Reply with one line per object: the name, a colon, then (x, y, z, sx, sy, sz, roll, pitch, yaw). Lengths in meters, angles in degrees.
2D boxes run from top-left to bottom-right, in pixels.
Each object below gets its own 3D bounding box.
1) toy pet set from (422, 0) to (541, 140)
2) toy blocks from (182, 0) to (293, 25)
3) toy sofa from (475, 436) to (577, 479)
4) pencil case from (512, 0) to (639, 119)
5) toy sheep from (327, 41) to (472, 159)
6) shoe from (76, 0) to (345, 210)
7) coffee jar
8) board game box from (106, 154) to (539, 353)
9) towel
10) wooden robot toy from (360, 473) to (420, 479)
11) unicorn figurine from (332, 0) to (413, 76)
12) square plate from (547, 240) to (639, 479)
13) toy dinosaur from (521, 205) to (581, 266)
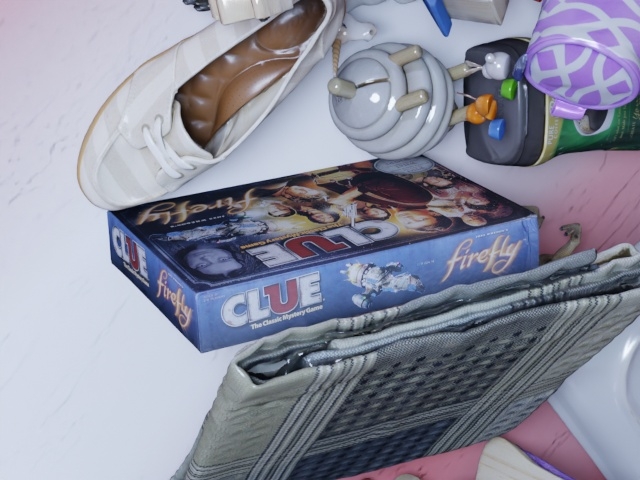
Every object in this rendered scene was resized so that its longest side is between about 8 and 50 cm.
toy pet set: (0.097, -0.148, 0.957, 0.114, 0.065, 0.122, 49, 56, -63)
toy blocks: (0.036, -0.295, 0.786, 0.260, 0.288, 0.309, -20, 114, -14)
toy sofa: (0.248, 0.290, 1.081, 0.150, 0.362, 0.177, 25, 85, -32)
pencil case: (0.205, -0.183, 0.992, 0.088, 0.086, 0.206, 80, 30, -63)
toy sheep: (0.051, -0.098, 0.989, 0.132, 0.091, 0.091, 16, 101, -48)
shoe: (-0.074, -0.095, 0.918, 0.219, 0.058, 0.076, -41, 111, 10)
coffee jar: (0.193, -0.108, 1.066, 0.184, 0.079, 0.096, -7, 104, -26)
board game box: (0.000, 0.000, 0.955, 0.243, 0.165, 0.042, -13, 114, -24)
towel: (0.052, 0.098, 0.982, 0.312, 0.056, 0.324, -11, 158, -21)
wooden robot toy: (0.042, 0.239, 1.144, 0.173, 0.076, 0.079, -20, 152, -21)
unicorn figurine: (0.045, -0.194, 0.974, 0.111, 0.060, 0.161, -5, 96, -22)
square plate: (0.381, 0.104, 1.229, 0.344, 0.049, 0.347, -42, 119, -8)
toy dinosaur: (0.172, 0.020, 1.134, 0.183, 0.053, 0.092, -21, 136, -34)
